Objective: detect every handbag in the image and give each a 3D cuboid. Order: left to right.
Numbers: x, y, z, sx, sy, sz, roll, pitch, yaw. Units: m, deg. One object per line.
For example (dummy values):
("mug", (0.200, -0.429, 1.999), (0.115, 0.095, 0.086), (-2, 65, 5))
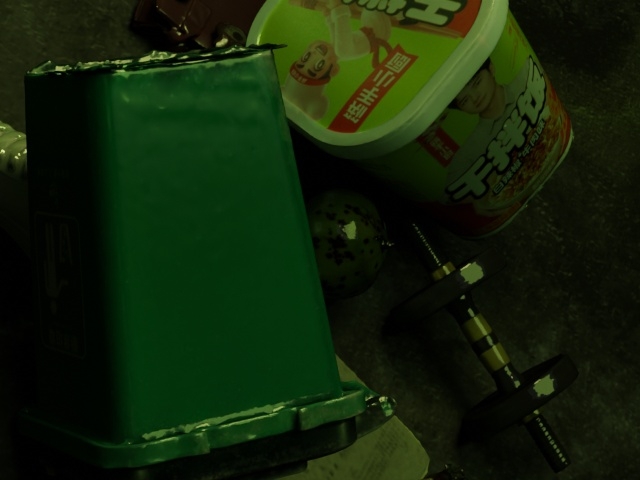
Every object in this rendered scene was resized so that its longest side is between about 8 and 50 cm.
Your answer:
("handbag", (-0.095, -0.264, 2.052), (0.203, 0.074, 0.216), (34, 47, -21))

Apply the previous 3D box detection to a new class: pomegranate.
("pomegranate", (0.000, 0.000, 1.958), (0.161, 0.122, 0.122), (12, 47, 9))

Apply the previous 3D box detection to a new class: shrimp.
("shrimp", (0.107, 0.278, 1.901), (0.034, 0.091, 0.161), (32, 24, 21))

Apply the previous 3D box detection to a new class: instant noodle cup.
("instant noodle cup", (0.118, -0.164, 1.988), (0.308, 0.294, 0.294), (41, 38, -51))

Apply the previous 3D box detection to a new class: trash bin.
("trash bin", (-0.114, 0.020, 1.614), (0.295, 0.259, 0.381), (-10, 99, -29))

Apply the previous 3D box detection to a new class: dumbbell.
("dumbbell", (0.181, 0.113, 2.011), (0.143, 0.143, 0.325), (-30, 86, -47))

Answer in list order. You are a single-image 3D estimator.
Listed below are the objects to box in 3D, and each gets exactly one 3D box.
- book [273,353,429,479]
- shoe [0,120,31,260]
("book", (-0.050, 0.182, 1.843), (0.352, 0.035, 0.239), (47, 45, -10))
("shoe", (-0.281, -0.067, 1.736), (0.265, 0.110, 0.095), (45, 44, -15))
